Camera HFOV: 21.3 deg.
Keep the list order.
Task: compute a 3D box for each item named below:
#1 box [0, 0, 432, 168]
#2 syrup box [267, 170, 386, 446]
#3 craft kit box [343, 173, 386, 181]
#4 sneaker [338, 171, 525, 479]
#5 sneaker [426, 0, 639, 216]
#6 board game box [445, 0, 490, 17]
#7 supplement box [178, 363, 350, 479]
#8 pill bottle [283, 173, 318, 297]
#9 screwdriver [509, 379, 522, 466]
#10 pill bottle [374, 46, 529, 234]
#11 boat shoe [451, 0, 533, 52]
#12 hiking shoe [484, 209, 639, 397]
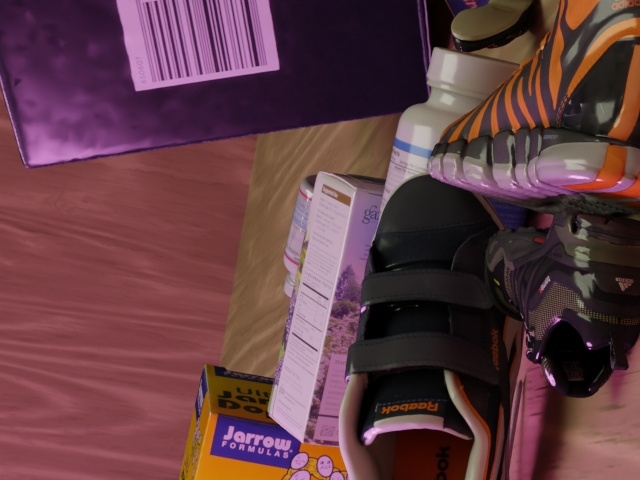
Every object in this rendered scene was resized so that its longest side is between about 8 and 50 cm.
[{"bbox_3d":[-0.132,-0.341,2.031,0.472,0.479,0.297,-95,-4,-60],"label":"box"},{"bbox_3d":[0.032,0.063,1.539,0.096,0.093,0.237,-152,72,-65],"label":"syrup box"},{"bbox_3d":[0.067,0.077,1.638,0.246,0.061,0.250,23,104,63],"label":"craft kit box"},{"bbox_3d":[0.085,0.091,1.277,0.127,0.126,0.321,31,-127,-63],"label":"sneaker"},{"bbox_3d":[0.181,-0.112,1.177,0.321,0.124,0.180,-178,103,-71],"label":"sneaker"},{"bbox_3d":[0.119,-0.331,1.647,0.165,0.042,0.243,54,-158,-47],"label":"board game box"},{"bbox_3d":[-0.072,0.348,1.936,0.195,0.194,0.357,-118,39,-77],"label":"supplement box"},{"bbox_3d":[0.000,0.000,2.255,0.087,0.087,0.160,-99,21,-66],"label":"pill bottle"},{"bbox_3d":[0.142,0.188,1.320,0.025,0.024,0.170,46,-129,-64],"label":"screwdriver"},{"bbox_3d":[0.116,-0.044,1.426,0.124,0.124,0.222,-122,45,-78],"label":"pill bottle"},{"bbox_3d":[0.152,-0.188,1.501,0.133,0.049,0.042,-40,-37,-54],"label":"boat shoe"},{"bbox_3d":[0.159,0.049,1.157,0.227,0.086,0.114,134,146,-77],"label":"hiking shoe"}]
